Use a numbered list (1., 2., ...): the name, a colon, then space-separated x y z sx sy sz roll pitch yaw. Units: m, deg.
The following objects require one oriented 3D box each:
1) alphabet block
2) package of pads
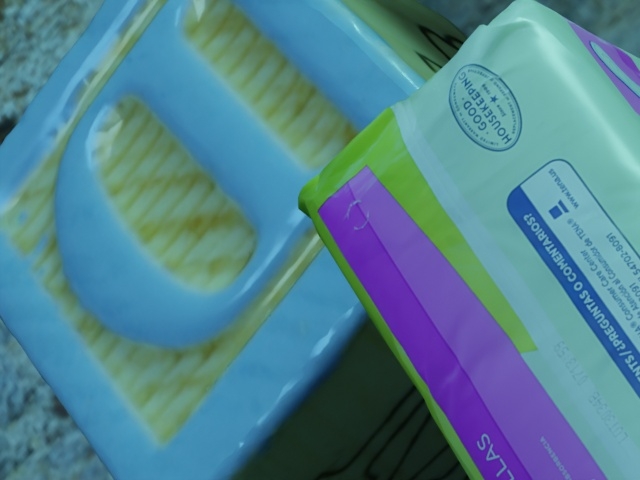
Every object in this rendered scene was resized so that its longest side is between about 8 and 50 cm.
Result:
1. alphabet block: 0.000 0.000 0.694 0.193 0.197 0.192 -50 57 15
2. package of pads: 0.145 0.056 0.524 0.101 0.296 0.229 -44 60 21
